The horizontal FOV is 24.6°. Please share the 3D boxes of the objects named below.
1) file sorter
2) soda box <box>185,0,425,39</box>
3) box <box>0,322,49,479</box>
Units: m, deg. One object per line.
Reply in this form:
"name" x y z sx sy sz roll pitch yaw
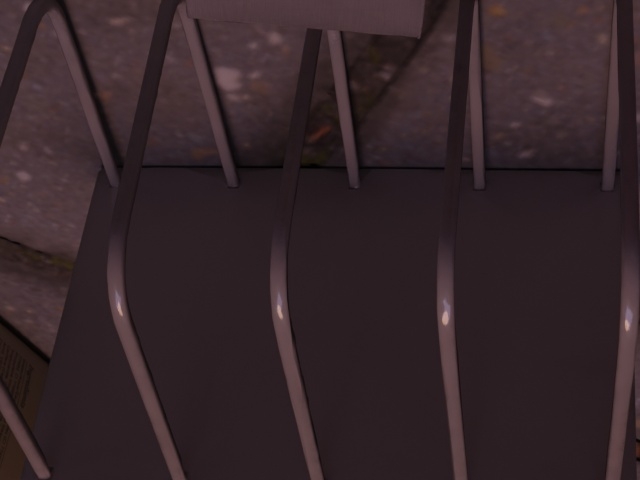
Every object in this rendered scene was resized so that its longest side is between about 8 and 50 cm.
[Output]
"file sorter" 0.000 0.000 0.649 0.277 0.193 0.173 1 143 10
"soda box" 0.001 -0.193 0.447 0.091 0.098 0.286 6 147 2
"box" -0.206 0.150 0.976 0.094 0.113 0.275 -10 141 24
